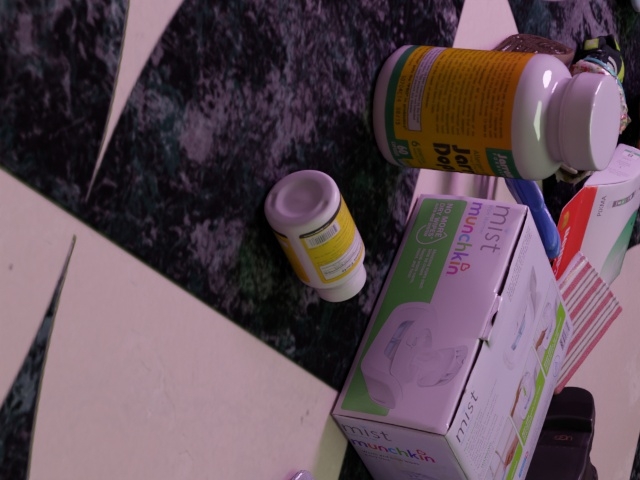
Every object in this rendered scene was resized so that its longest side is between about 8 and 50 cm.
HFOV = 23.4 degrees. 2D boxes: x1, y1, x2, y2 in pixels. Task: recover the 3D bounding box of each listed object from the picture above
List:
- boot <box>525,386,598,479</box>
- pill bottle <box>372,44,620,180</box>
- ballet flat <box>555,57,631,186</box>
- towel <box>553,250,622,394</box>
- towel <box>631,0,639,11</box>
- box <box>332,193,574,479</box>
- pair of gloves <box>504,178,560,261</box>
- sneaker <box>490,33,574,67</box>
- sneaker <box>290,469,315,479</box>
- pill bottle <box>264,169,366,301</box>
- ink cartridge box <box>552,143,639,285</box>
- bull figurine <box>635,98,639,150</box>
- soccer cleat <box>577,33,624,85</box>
[{"bbox_3d":[0.310,0.338,1.952,0.263,0.091,0.229,-53,140,-46],"label":"boot"},{"bbox_3d":[0.163,-0.116,1.426,0.117,0.208,0.117,-25,119,-58],"label":"pill bottle"},{"bbox_3d":[0.304,-0.125,1.782,0.077,0.091,0.241,-57,163,-13],"label":"ballet flat"},{"bbox_3d":[0.297,0.102,1.893,0.144,0.029,0.197,-52,147,-4],"label":"towel"},{"bbox_3d":[0.461,-0.515,2.029,0.320,0.090,0.374,-58,144,-44],"label":"towel"},{"bbox_3d":[0.143,0.127,1.541,0.262,0.127,0.231,-67,148,-27],"label":"box"},{"bbox_3d":[0.215,-0.052,1.626,0.198,0.023,0.159,46,22,-83],"label":"pair of gloves"},{"bbox_3d":[0.214,-0.177,1.686,0.188,0.066,0.071,-23,135,-54],"label":"sneaker"},{"bbox_3d":[0.056,0.307,1.408,0.366,0.137,0.210,-19,116,-57],"label":"sneaker"},{"bbox_3d":[0.000,0.000,1.301,0.065,0.065,0.116,-65,148,-30],"label":"pill bottle"},{"bbox_3d":[0.336,0.002,1.911,0.225,0.056,0.181,-43,149,-54],"label":"ink cartridge box"},{"bbox_3d":[0.513,-0.165,2.198,0.310,0.101,0.188,-3,101,-63],"label":"bull figurine"},{"bbox_3d":[0.331,-0.207,1.897,0.179,0.060,0.072,-41,122,-60],"label":"soccer cleat"}]
